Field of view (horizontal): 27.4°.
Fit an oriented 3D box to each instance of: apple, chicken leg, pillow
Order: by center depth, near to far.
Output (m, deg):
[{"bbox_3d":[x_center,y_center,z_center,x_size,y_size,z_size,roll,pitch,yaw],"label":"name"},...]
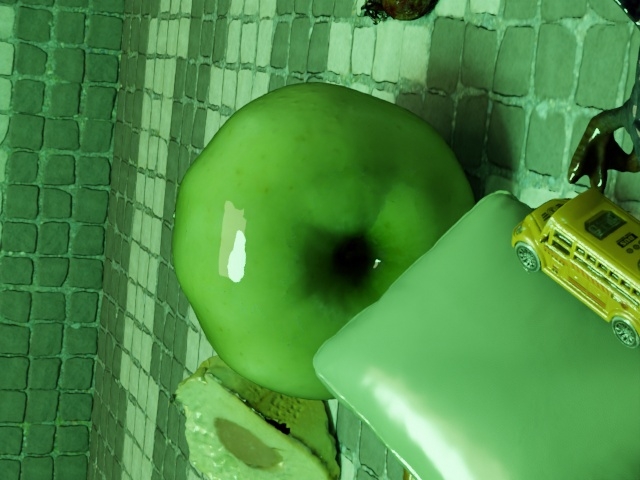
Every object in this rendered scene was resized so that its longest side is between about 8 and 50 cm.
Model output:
[{"bbox_3d":[0.170,0.124,1.111,0.322,0.255,0.120,44,176,35],"label":"pillow"},{"bbox_3d":[0.000,0.000,1.468,0.357,0.357,0.357,-177,90,-68],"label":"apple"},{"bbox_3d":[0.107,-0.320,1.616,0.253,0.051,0.106,137,138,-61],"label":"chicken leg"}]

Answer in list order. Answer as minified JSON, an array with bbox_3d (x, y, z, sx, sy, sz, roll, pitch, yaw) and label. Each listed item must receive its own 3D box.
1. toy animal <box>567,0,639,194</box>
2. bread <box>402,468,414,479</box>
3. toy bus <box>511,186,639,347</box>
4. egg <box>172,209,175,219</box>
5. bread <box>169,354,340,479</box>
[{"bbox_3d":[0.289,-0.085,1.041,0.185,0.122,0.298,-149,52,-69],"label":"toy animal"},{"bbox_3d":[0.168,0.330,1.241,0.195,0.149,0.344,8,98,47],"label":"bread"},{"bbox_3d":[0.229,0.013,1.051,0.162,0.070,0.074,41,152,34],"label":"toy bus"},{"bbox_3d":[-0.045,0.001,1.713,0.174,0.264,0.286,18,143,45],"label":"egg"},{"bbox_3d":[-0.109,0.275,1.865,0.224,0.211,0.183,-102,33,-44],"label":"bread"}]
